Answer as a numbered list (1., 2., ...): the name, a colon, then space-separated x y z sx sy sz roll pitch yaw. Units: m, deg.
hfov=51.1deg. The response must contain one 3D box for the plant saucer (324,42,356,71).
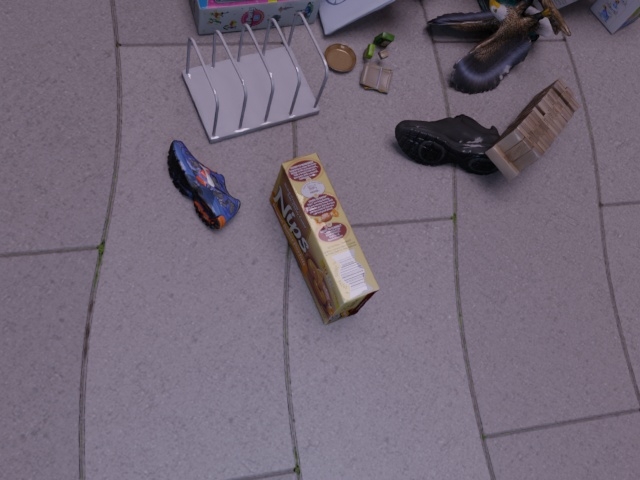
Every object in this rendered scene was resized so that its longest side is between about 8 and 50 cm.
1. plant saucer: 0.048 -0.455 1.675 0.084 0.015 0.083 4 69 -11

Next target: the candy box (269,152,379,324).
1. candy box: 0.000 0.000 1.398 0.088 0.183 0.316 -18 74 -19

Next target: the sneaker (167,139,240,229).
1. sneaker: -0.257 -0.127 1.456 0.087 0.083 0.221 -31 84 -35

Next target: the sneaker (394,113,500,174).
1. sneaker: 0.311 -0.248 1.619 0.287 0.109 0.130 13 60 -18

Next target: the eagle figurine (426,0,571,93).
1. eagle figurine: 0.453 -0.542 1.717 0.225 0.298 0.226 48 30 -24

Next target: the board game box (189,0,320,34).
1. board game box: -0.177 -0.641 1.654 0.304 0.097 0.223 -13 72 -17

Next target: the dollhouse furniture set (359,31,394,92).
1. dollhouse furniture set: 0.143 -0.445 1.689 0.076 0.058 0.151 13 86 -15

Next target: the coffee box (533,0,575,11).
1. coffee box: 0.632 -0.861 1.715 0.338 0.335 0.337 26 54 -48

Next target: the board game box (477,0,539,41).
1. board game box: 0.509 -0.623 1.838 0.126 0.026 0.186 -13 73 -17

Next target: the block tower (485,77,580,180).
1. block tower: 0.522 -0.276 1.621 0.091 0.097 0.335 48 51 -3

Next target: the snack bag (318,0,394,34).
1. snack bag: 0.124 -0.715 1.680 0.343 0.037 0.322 -21 69 20

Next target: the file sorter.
1. file sorter: -0.149 -0.377 1.516 0.278 0.173 0.192 -19 74 -18

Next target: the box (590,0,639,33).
1. box: 0.867 -0.689 1.847 0.114 0.203 0.103 -31 79 -21
